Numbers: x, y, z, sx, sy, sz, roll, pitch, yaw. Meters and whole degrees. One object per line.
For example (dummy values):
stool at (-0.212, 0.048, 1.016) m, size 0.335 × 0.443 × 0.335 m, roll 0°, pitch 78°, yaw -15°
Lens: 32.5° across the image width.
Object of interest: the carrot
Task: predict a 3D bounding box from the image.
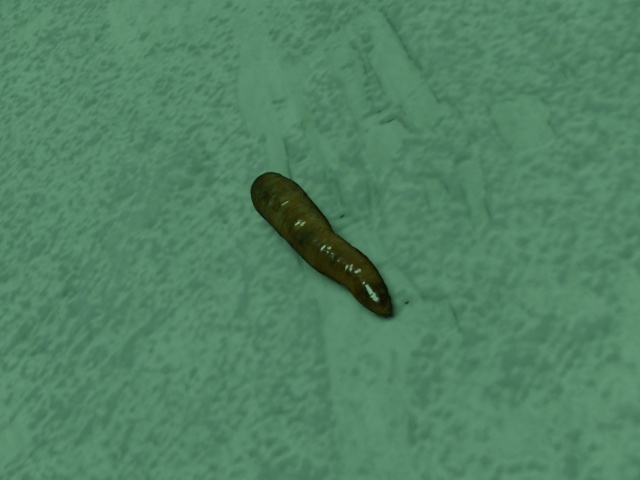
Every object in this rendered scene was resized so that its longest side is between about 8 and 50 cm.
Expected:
carrot at (-0.001, 0.001, 0.748) m, size 0.035 × 0.036 × 0.165 m, roll -42°, pitch 47°, yaw -1°
